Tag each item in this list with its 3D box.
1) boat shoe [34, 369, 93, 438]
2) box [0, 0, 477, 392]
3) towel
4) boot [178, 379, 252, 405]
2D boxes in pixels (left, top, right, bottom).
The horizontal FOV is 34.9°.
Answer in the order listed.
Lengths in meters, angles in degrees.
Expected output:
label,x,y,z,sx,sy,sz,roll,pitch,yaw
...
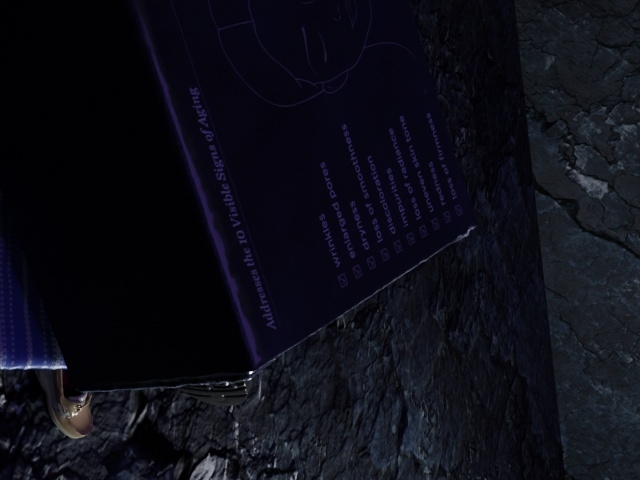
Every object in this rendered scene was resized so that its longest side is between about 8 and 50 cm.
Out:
label,x,y,z,sx,sy,sz,roll,pitch,yaw
boat shoe,-0.308,0.190,1.252,0.050,0.045,0.135,-57,138,-47
box,-0.105,-0.140,1.182,0.471,0.297,0.480,-28,103,-52
towel,-0.295,0.026,1.166,0.336,0.040,0.243,8,74,-48
boot,-0.153,0.042,1.467,0.260,0.131,0.348,-62,141,-43
